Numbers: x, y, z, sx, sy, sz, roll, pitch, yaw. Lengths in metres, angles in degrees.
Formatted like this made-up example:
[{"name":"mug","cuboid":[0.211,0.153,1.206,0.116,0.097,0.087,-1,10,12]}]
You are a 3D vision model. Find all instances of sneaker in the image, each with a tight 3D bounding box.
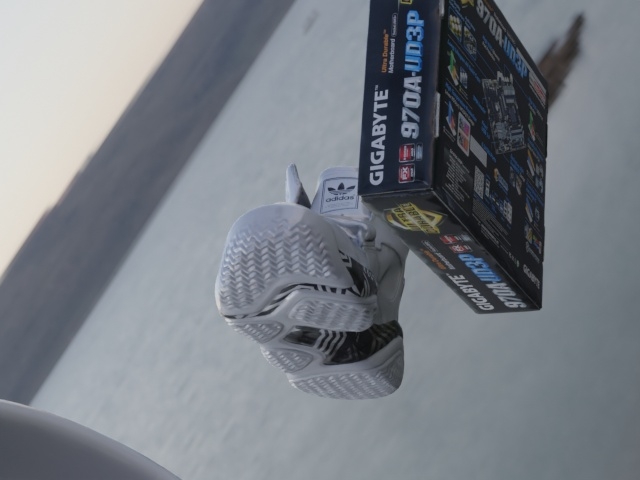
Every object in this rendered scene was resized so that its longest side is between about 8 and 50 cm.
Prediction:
[{"name":"sneaker","cuboid":[0.000,0.000,1.351,0.366,0.137,0.210,61,-151,-63]}]

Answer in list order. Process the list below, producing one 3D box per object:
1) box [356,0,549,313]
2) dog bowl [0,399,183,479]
[{"name":"box","cuboid":[0.092,-0.068,0.947,0.220,0.051,0.175,39,-130,-57]},{"name":"dog bowl","cuboid":[-0.111,0.182,0.548,0.104,0.265,0.265,-55,6,19]}]
